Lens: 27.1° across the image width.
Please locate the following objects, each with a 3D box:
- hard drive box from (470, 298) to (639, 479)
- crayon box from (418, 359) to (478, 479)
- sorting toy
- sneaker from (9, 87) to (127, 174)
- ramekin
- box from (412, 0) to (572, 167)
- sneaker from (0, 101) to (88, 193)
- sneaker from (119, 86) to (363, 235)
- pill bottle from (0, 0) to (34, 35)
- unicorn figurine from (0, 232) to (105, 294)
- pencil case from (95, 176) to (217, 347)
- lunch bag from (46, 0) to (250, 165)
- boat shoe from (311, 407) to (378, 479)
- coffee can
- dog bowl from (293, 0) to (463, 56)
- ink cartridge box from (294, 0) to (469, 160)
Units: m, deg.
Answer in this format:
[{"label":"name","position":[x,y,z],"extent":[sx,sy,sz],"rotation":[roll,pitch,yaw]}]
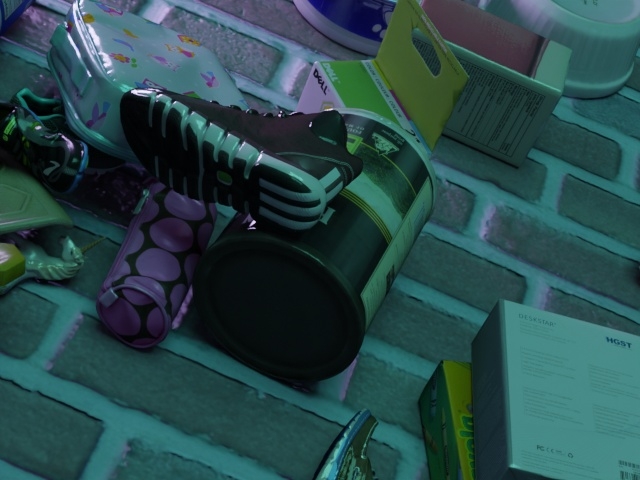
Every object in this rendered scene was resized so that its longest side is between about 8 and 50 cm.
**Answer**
[{"label":"hard drive box","position":[0.263,0.193,1.427],"extent":[0.181,0.089,0.232],"rotation":[16,44,-10]},{"label":"crayon box","position":[0.213,0.270,1.455],"extent":[0.165,0.081,0.278],"rotation":[9,45,-16]},{"label":"sorting toy","position":[-0.394,-0.039,1.453],"extent":[0.229,0.041,0.307],"rotation":[-7,31,-30]},{"label":"sneaker","position":[-0.312,-0.136,1.628],"extent":[0.167,0.076,0.065],"rotation":[17,44,-8]},{"label":"ramekin","position":[0.395,-0.363,2.118],"extent":[0.273,0.127,0.272],"rotation":[12,44,-12]},{"label":"box","position":[0.221,-0.235,1.903],"extent":[0.232,0.148,0.126],"rotation":[24,42,-1]},{"label":"sneaker","position":[-0.334,-0.110,1.525],"extent":[0.188,0.067,0.078],"rotation":[34,10,37]},{"label":"sneaker","position":[-0.076,-0.109,1.458],"extent":[0.281,0.106,0.162],"rotation":[30,44,26]},{"label":"pill bottle","position":[-0.456,-0.323,1.694],"extent":[0.152,0.152,0.272],"rotation":[25,44,1]},{"label":"unicorn figurine","position":[-0.340,0.019,1.486],"extent":[0.111,0.060,0.162],"rotation":[43,61,12]},{"label":"pencil case","position":[-0.190,0.020,1.520],"extent":[0.098,0.095,0.209],"rotation":[48,34,-26]},{"label":"lunch bag","position":[-0.220,-0.187,1.636],"extent":[0.224,0.107,0.279],"rotation":[14,25,-30]},{"label":"boat shoe","position":[0.025,0.260,1.404],"extent":[0.066,0.066,0.183],"rotation":[32,53,1]},{"label":"coffee can","position":[0.000,0.000,1.540],"extent":[0.202,0.201,0.275],"rotation":[28,43,4]},{"label":"dog bowl","position":[0.091,-0.403,2.042],"extent":[0.265,0.104,0.264],"rotation":[13,44,-13]},{"label":"ink cartridge box","position":[0.067,-0.172,1.695],"extent":[0.097,0.255,0.188],"rotation":[-7,51,-28]}]
